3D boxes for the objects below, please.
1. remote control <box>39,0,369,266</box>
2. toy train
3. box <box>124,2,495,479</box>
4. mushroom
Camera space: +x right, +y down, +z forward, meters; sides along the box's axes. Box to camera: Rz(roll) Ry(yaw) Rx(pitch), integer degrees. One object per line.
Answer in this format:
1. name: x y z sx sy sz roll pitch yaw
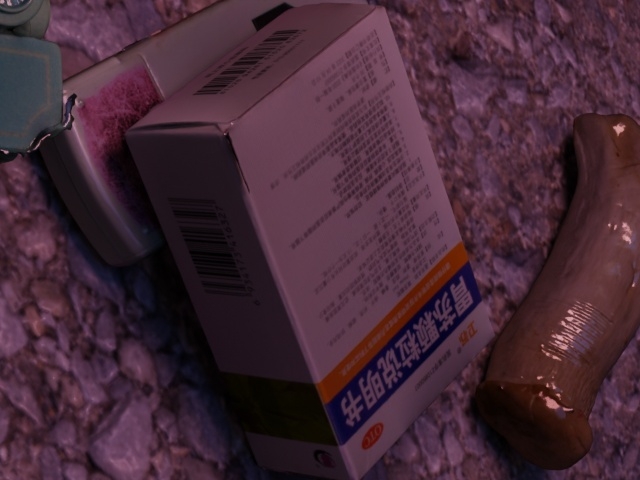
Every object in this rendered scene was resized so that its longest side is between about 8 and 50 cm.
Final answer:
1. remote control: -0.071 -0.110 1.405 0.344 0.050 0.145 -34 101 -42
2. toy train: -0.267 -0.127 1.204 0.203 0.112 0.163 2 84 -40
3. box: 0.000 0.000 1.354 0.200 0.106 0.299 -42 123 -39
4. mushroom: 0.233 0.037 1.606 0.123 0.095 0.351 29 58 -12
